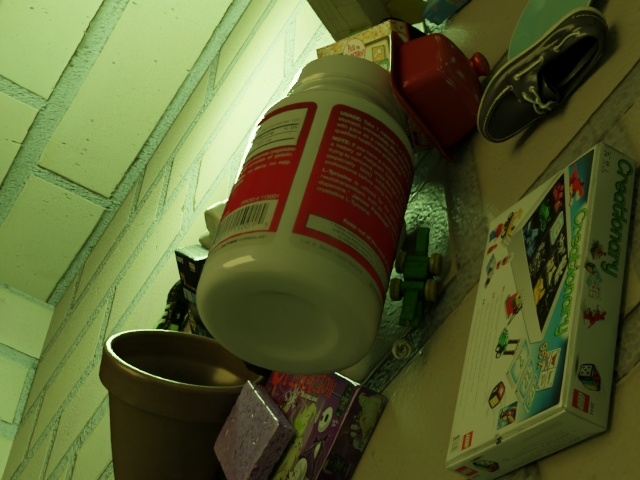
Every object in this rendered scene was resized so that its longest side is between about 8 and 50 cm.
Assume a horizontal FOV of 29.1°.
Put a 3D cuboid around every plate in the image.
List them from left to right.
[{"bbox_3d":[0.303,-0.288,1.560,0.188,0.024,0.188,-53,19,27],"label":"plate"}]

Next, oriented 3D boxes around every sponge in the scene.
[{"bbox_3d":[-0.096,0.276,1.708,0.117,0.031,0.210,-62,17,2],"label":"sponge"}]

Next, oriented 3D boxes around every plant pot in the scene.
[{"bbox_3d":[-0.227,0.288,1.929,0.263,0.263,0.229,-131,51,-72],"label":"plant pot"}]

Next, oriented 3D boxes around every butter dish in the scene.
[{"bbox_3d":[0.174,-0.214,1.665,0.118,0.160,0.160,-27,32,24],"label":"butter dish"}]

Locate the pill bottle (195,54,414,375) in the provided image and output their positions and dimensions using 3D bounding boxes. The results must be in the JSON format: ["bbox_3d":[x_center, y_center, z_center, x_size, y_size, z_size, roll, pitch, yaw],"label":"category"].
[{"bbox_3d":[-0.002,-0.047,1.609,0.229,0.229,0.407,-44,23,47],"label":"pill bottle"}]

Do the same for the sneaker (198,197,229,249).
[{"bbox_3d":[-0.131,-0.003,2.268,0.148,0.131,0.350,-28,-8,-15],"label":"sneaker"}]

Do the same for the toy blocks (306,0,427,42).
[{"bbox_3d":[0.069,-0.505,2.047,0.191,0.261,0.381,-4,44,43],"label":"toy blocks"}]

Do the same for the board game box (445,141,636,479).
[{"bbox_3d":[0.218,0.071,1.216,0.193,0.053,0.305,-40,28,52],"label":"board game box"}]

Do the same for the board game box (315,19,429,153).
[{"bbox_3d":[0.076,-0.211,1.823,0.147,0.045,0.193,-14,82,39],"label":"board game box"}]

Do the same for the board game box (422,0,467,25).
[{"bbox_3d":[0.243,-0.467,1.976,0.160,0.039,0.211,-33,34,58],"label":"board game box"}]

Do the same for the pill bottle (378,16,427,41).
[{"bbox_3d":[0.089,-0.227,1.921,0.219,0.123,0.123,-54,19,27],"label":"pill bottle"}]

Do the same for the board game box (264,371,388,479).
[{"bbox_3d":[-0.029,0.266,1.659,0.208,0.056,0.347,-60,16,-7],"label":"board game box"}]

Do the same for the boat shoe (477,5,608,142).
[{"bbox_3d":[0.258,-0.186,1.453,0.206,0.075,0.065,-47,19,29],"label":"boat shoe"}]

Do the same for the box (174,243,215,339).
[{"bbox_3d":[-0.208,0.104,2.247,0.220,0.051,0.175,-163,61,-72],"label":"box"}]

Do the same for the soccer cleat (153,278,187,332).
[{"bbox_3d":[-0.307,0.160,2.612,0.179,0.060,0.072,-63,25,22],"label":"soccer cleat"}]

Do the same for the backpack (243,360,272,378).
[{"bbox_3d":[-0.076,0.112,1.906,0.152,0.115,0.182,-60,14,17],"label":"backpack"}]

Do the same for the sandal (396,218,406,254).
[{"bbox_3d":[0.011,-0.011,1.863,0.169,0.102,0.416,-47,31,-13],"label":"sandal"}]

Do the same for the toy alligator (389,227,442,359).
[{"bbox_3d":[0.117,0.073,1.524,0.051,0.056,0.189,65,-148,-54],"label":"toy alligator"}]
